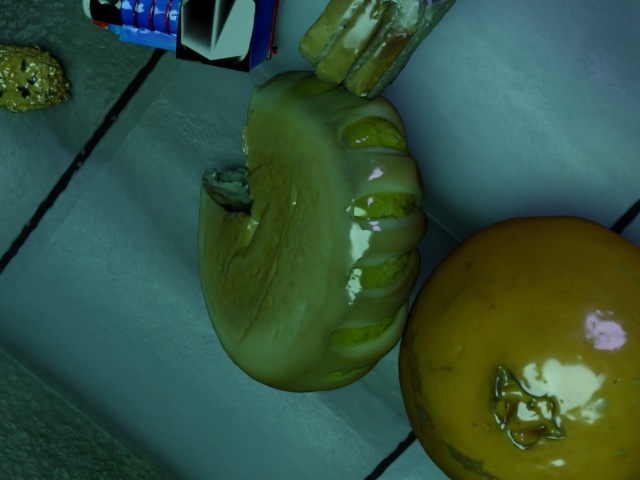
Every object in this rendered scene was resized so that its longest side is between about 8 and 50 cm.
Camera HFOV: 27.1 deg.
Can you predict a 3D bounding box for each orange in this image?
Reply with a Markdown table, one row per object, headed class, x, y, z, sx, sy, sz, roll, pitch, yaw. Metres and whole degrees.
| class | x | y | z | sx | sy | sz | roll | pitch | yaw |
| --- | --- | --- | --- | --- | --- | --- | --- | --- | --- |
| orange | 0.231 | 0.127 | 1.321 | 0.312 | 0.312 | 0.312 | 4 | 110 | 12 |

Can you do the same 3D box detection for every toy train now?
| class | x | y | z | sx | sy | sz | roll | pitch | yaw |
| --- | --- | --- | --- | --- | --- | --- | --- | --- | --- |
| toy train | -0.145 | -0.239 | 1.366 | 0.204 | 0.131 | 0.083 | 12 | 112 | 9 |

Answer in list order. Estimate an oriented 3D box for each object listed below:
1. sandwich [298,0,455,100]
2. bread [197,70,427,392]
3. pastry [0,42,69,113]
| class | x | y | z | sx | sy | sz | roll | pitch | yaw |
| --- | --- | --- | --- | --- | --- | --- | --- | --- | --- |
| sandwich | 0.097 | -0.261 | 1.239 | 0.095 | 0.249 | 0.273 | 38 | 113 | -2 |
| bread | 0.000 | 0.000 | 1.358 | 0.333 | 0.160 | 0.333 | 5 | 96 | 55 |
| pastry | -0.354 | -0.183 | 1.476 | 0.140 | 0.056 | 0.080 | -3 | 119 | 12 |
